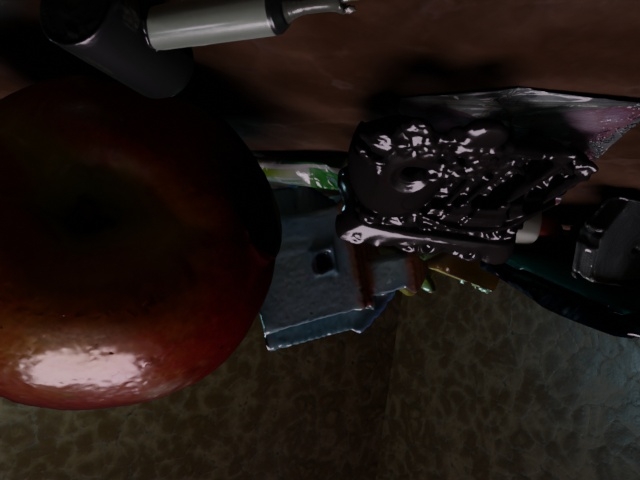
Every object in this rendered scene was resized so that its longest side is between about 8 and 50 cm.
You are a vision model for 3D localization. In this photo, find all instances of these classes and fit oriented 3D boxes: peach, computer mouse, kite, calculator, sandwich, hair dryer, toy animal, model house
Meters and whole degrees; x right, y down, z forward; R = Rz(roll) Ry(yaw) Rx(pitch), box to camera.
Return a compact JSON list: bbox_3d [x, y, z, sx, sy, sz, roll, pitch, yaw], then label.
[{"bbox_3d":[-0.201,0.001,0.551,0.309,0.335,0.406,-18,167,6],"label":"peach"},{"bbox_3d":[0.407,-0.001,0.707,0.231,0.126,0.071,6,-161,-36],"label":"computer mouse"},{"bbox_3d":[0.214,-0.087,0.561,0.204,0.022,0.360,9,175,24],"label":"kite"},{"bbox_3d":[0.417,0.056,0.832,0.248,0.058,0.274,-15,-148,-42],"label":"calculator"},{"bbox_3d":[0.333,0.038,1.267,0.235,0.128,0.122,21,173,-32],"label":"sandwich"},{"bbox_3d":[-0.068,-0.138,0.329,0.197,0.057,0.100,2,175,20],"label":"hair dryer"},{"bbox_3d":[0.298,0.092,1.689,0.362,0.181,0.180,6,173,36],"label":"toy animal"},{"bbox_3d":[0.021,0.026,0.964,0.329,0.295,0.252,-12,-175,-5],"label":"model house"}]

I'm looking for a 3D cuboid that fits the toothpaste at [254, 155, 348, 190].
[{"bbox_3d":[-0.032,-0.102,0.738,0.247,0.047,0.078,9,172,34],"label":"toothpaste"}]

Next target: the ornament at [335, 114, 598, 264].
[{"bbox_3d":[0.139,-0.062,0.486,0.251,0.106,0.260,7,164,-9],"label":"ornament"}]

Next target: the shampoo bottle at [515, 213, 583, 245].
[{"bbox_3d":[0.296,-0.028,0.821,0.284,0.071,0.153,11,177,-5],"label":"shampoo bottle"}]
